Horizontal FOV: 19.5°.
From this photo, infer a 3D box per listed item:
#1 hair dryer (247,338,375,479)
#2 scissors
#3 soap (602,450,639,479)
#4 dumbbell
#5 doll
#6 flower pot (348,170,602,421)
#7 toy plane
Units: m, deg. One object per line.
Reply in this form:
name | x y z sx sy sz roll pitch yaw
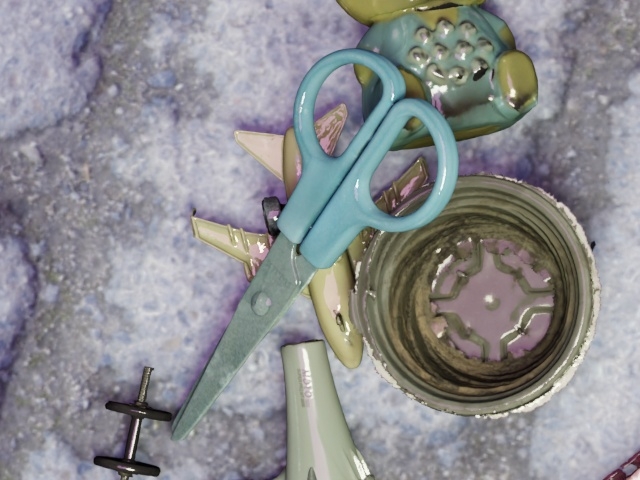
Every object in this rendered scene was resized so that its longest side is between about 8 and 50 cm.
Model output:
hair dryer | -0.068 0.200 1.823 0.267 0.092 0.229 9 97 16
scissors | -0.033 0.029 1.768 0.192 0.029 0.447 47 117 26
soap | 0.306 0.241 1.710 0.250 0.162 0.099 -40 78 5
dumbbell | -0.187 0.198 1.862 0.069 0.069 0.147 10 85 12
doll | 0.102 -0.225 1.807 0.177 0.161 0.260 -11 83 -10
flower pot | 0.155 0.057 1.774 0.236 0.140 0.235 -2 82 13
toy plane | 0.000 0.000 1.837 0.242 0.104 0.256 -14 74 0
